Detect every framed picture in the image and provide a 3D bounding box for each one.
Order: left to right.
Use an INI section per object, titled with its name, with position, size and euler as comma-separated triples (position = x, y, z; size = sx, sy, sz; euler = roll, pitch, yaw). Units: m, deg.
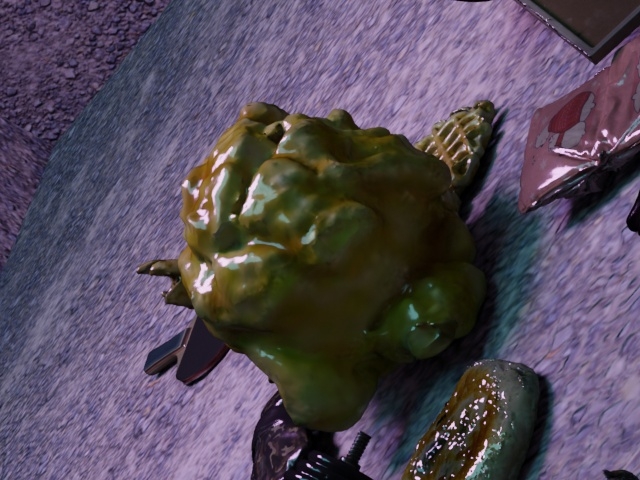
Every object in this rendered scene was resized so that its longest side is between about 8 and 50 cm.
[framed picture]
position = 0.258, -0.276, 1.859
size = 0.184, 0.016, 0.250
euler = -43, 37, 1

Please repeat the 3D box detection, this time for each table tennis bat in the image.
[table tennis bat]
position = -0.162, 0.123, 2.649
size = 0.301, 0.022, 0.173
euler = -35, 30, 53

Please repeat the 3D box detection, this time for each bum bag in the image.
[bum bag]
position = -0.034, 0.201, 2.055
size = 0.248, 0.069, 0.102
euler = -92, 19, -64

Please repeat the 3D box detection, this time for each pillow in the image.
[pillow]
position = 0.265, -0.114, 1.740
size = 0.248, 0.049, 0.135
euler = -37, 27, 46

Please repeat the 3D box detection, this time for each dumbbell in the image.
[dumbbell]
position = -0.007, 0.267, 1.804
size = 0.208, 0.099, 0.099
euler = -63, 16, -10

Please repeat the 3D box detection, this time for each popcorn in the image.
[popcorn]
position = 0.001, 0.002, 1.926
size = 0.274, 0.279, 0.335
euler = -47, 11, 3

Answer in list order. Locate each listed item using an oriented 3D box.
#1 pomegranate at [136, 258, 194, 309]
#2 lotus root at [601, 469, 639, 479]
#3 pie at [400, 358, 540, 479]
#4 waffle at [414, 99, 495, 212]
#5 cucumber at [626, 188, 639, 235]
[pomegranate]
position = -0.072, 0.027, 2.175
size = 0.211, 0.263, 0.211
euler = 42, 141, 48
[lotus root]
position = 0.197, 0.205, 1.347
size = 0.088, 0.088, 0.165
euler = -52, 8, 26
[pie]
position = 0.120, 0.180, 1.679
size = 0.187, 0.041, 0.187
euler = -53, 18, 26
[waffle]
position = 0.122, -0.069, 2.107
size = 0.183, 0.036, 0.169
euler = -25, 36, 60
[cucumber]
position = 0.286, -0.064, 1.615
size = 0.135, 0.034, 0.033
euler = -57, 21, 12
